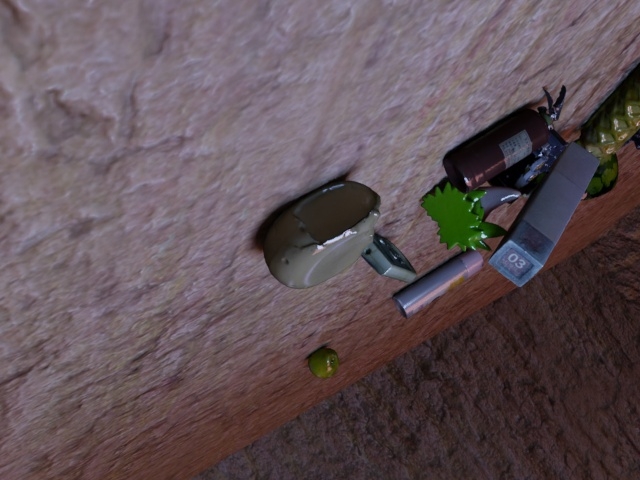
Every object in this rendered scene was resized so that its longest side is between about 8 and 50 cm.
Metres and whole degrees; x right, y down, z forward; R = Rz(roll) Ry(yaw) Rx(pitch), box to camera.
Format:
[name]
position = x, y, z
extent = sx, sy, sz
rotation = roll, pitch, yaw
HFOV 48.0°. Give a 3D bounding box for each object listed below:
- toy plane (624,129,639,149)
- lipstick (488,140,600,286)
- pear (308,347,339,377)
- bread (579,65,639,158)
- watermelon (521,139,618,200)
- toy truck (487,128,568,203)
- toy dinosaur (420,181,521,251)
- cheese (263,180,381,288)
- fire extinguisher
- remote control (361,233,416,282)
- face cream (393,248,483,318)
[toy plane]
position = 0.831, -0.284, 1.800
extent = 0.169, 0.078, 0.246
rotation = -1, 146, -45
[lipstick]
position = 0.433, -0.061, 1.367
extent = 0.371, 0.079, 0.076
rotation = -48, 173, -41
[pear]
position = 0.012, 0.351, 2.060
extent = 0.092, 0.092, 0.097
rotation = -28, 163, -18
[bread]
position = 0.625, -0.269, 1.449
extent = 0.098, 0.087, 0.269
rotation = -25, 162, -22
[watermelon]
position = 0.626, -0.156, 1.697
extent = 0.303, 0.128, 0.159
rotation = -23, 161, -30
[toy truck]
position = 0.384, -0.150, 1.343
extent = 0.092, 0.083, 0.192
rotation = -33, 163, -20
[toy dinosaur]
position = 0.290, -0.052, 1.359
extent = 0.194, 0.152, 0.177
rotation = -39, 172, 40
[cheese]
position = 0.000, 0.000, 1.043
extent = 0.175, 0.091, 0.202
rotation = -31, 165, -11
[fire extinguisher]
position = 0.314, -0.173, 1.189
extent = 0.231, 0.071, 0.099
rotation = -33, 136, -5
[remote control]
position = 0.120, 0.030, 1.334
extent = 0.038, 0.098, 0.233
rotation = -43, 162, 11
[face cream]
position = 0.332, 0.117, 2.021
extent = 0.269, 0.073, 0.107
rotation = -32, 171, -9
